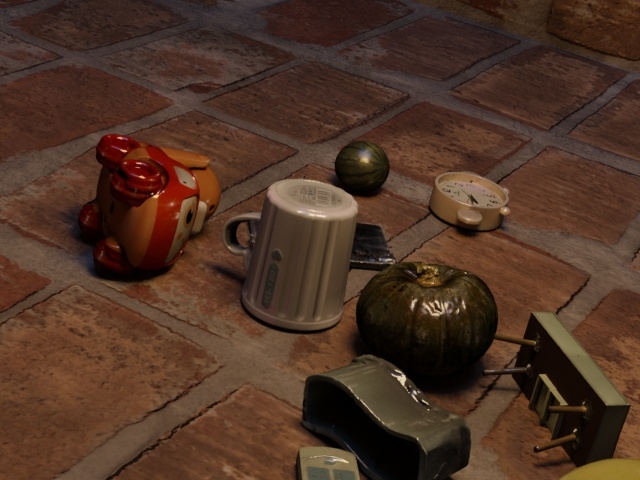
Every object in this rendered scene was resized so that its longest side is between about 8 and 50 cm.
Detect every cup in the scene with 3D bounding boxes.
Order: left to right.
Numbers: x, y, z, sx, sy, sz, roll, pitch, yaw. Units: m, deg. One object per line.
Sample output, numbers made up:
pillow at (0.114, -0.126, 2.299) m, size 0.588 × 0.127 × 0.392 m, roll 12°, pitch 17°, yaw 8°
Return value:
cup at (-0.055, 0.013, 1.845) m, size 0.221 × 0.202 × 0.167 m, roll 11°, pitch 25°, yaw -1°

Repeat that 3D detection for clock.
clock at (0.297, -0.075, 2.307) m, size 0.156 × 0.063 × 0.229 m, roll 14°, pitch 29°, yaw -1°

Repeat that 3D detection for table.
table at (0.329, 0.217, 1.683) m, size 0.111 × 0.121 × 0.240 m, roll 1°, pitch 28°, yaw -19°

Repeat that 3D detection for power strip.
power strip at (0.014, 0.325, 1.455) m, size 0.080 × 0.029 × 0.227 m, roll 6°, pitch 27°, yaw -9°

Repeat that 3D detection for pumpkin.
pumpkin at (0.164, 0.113, 1.785) m, size 0.224 × 0.157 × 0.223 m, roll 2°, pitch 19°, yaw -1°

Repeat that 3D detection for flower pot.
flower pot at (0.088, 0.245, 1.559) m, size 0.108 × 0.103 × 0.229 m, roll -16°, pitch 37°, yaw -43°

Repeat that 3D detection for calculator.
calculator at (0.000, 0.000, 2.092) m, size 0.262 × 0.021 × 0.161 m, roll 6°, pitch 27°, yaw -10°

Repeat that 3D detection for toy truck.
toy truck at (-0.264, -0.060, 1.940) m, size 0.239 × 0.189 × 0.265 m, roll 7°, pitch 26°, yaw -27°

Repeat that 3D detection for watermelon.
watermelon at (0.073, -0.150, 2.322) m, size 0.133 × 0.105 × 0.105 m, roll 14°, pitch 24°, yaw 35°

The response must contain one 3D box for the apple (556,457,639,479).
apple at (0.329, 0.381, 1.224) m, size 0.292 × 0.292 × 0.254 m, roll 18°, pitch 35°, yaw 14°
